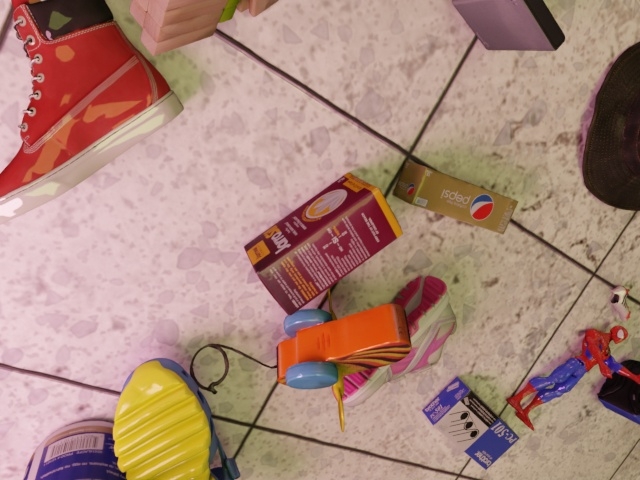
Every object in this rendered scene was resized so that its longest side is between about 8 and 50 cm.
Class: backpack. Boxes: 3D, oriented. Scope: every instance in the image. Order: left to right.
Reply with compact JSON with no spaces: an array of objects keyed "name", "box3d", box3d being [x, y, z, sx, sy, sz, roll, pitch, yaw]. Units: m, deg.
[{"name":"backpack","box3d":[0.682,0.327,0.996,0.101,0.098,0.120,42,79,-33]}]

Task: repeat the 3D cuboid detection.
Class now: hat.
[{"name":"hat","box3d":[0.610,-0.179,0.761,0.331,0.134,0.331,-7,112,-18]}]

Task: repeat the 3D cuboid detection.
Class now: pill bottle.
[{"name":"pill bottle","box3d":[-0.300,0.366,0.558,0.153,0.265,0.153,-7,111,-17]}]

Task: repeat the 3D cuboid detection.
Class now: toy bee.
[{"name":"toy bee","box3d":[-0.006,0.161,0.669,0.162,0.298,0.195,49,51,-54]}]

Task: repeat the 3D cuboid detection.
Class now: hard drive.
[{"name":"hard drive","box3d":[0.235,-0.283,0.584,0.094,0.135,0.022,37,98,-27]}]

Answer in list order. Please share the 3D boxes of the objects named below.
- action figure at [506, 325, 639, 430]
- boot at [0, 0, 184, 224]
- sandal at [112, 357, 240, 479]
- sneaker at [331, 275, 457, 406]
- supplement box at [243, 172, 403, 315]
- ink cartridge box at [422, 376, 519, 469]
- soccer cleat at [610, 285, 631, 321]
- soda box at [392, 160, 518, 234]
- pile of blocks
[{"name":"action figure","box3d":[0.525,0.279,0.901,0.280,0.139,0.091,-41,118,-5]},{"name":"boot","box3d":[-0.295,-0.143,0.476,0.244,0.088,0.176,-41,117,-11]},{"name":"sandal","box3d":[-0.191,0.302,0.651,0.126,0.138,0.318,-15,107,-5]},{"name":"sneaker","box3d":[0.129,0.181,0.736,0.252,0.103,0.111,-42,116,0]},{"name":"supplement box","box3d":[0.000,0.000,0.621,0.188,0.104,0.081,-36,116,-5]},{"name":"ink cartridge box","box3d":[0.296,0.359,0.893,0.097,0.046,0.207,-44,118,2]},{"name":"soccer cleat","box3d":[0.610,0.131,0.934,0.035,0.029,0.083,-17,111,-4]},{"name":"soda box","box3d":[0.206,-0.064,0.696,0.181,0.061,0.058,15,103,-24]},{"name":"pile of blocks","box3d":[-0.062,-0.343,0.476,0.362,0.149,0.113,-39,93,-12]}]
